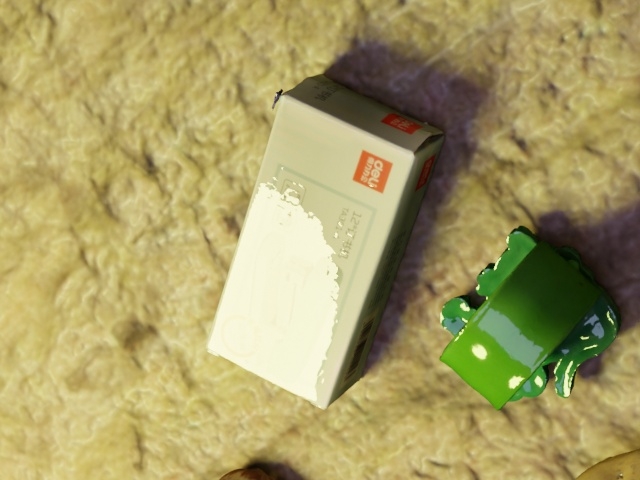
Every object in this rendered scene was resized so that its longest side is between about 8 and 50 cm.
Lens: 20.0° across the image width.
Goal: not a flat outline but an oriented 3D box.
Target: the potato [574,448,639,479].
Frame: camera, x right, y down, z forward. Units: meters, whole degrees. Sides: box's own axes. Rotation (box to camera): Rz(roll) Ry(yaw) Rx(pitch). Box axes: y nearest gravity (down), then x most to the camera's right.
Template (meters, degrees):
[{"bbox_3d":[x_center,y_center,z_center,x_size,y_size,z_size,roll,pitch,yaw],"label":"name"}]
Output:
[{"bbox_3d":[0.257,0.239,1.525,0.112,0.112,0.147,40,111,8],"label":"potato"}]

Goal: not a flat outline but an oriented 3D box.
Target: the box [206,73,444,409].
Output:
[{"bbox_3d":[0.000,0.000,1.579,0.135,0.079,0.269,26,116,15],"label":"box"}]

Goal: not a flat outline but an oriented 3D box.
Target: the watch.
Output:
[{"bbox_3d":[0.163,0.082,1.490,0.131,0.152,0.165,42,117,4],"label":"watch"}]

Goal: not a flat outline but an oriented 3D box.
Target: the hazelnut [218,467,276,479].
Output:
[{"bbox_3d":[-0.070,0.254,1.699,0.086,0.086,0.086,8,109,23],"label":"hazelnut"}]
